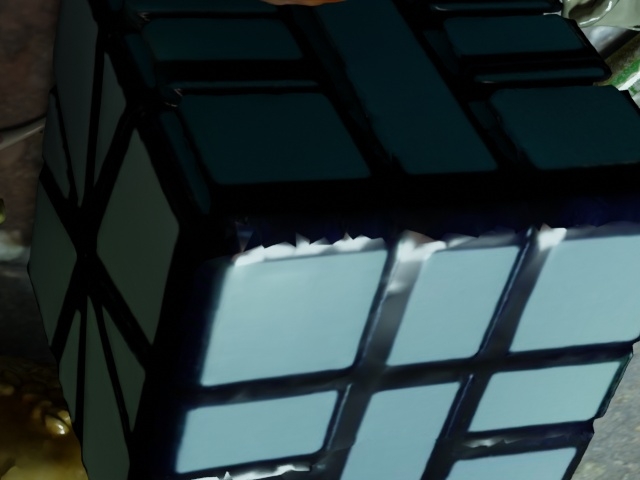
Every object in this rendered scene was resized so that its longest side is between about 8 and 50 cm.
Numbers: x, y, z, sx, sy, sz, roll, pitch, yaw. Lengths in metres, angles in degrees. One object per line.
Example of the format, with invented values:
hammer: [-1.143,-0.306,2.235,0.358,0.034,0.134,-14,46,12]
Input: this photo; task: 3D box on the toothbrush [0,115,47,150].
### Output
toothbrush: [-0.229,-0.048,0.964,0.204,0.017,0.022,-27,147,5]

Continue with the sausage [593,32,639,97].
sausage: [0.218,-0.122,1.054,0.269,0.032,0.033,-39,135,18]

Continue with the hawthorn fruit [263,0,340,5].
hawthorn fruit: [-0.052,-0.267,0.642,0.369,0.284,0.284,23,122,-27]

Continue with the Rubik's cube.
Rubik's cube: [0.000,0.000,0.901,0.284,0.288,0.293,-5,132,-21]

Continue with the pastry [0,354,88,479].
pastry: [-0.189,0.176,1.056,0.316,0.184,0.284,37,155,-34]

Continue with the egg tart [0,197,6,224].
egg tart: [-0.327,0.037,0.801,0.341,0.341,0.132,-10,99,-12]

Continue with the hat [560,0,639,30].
hat: [0.230,-0.235,0.925,0.214,0.149,0.244,-11,101,3]
